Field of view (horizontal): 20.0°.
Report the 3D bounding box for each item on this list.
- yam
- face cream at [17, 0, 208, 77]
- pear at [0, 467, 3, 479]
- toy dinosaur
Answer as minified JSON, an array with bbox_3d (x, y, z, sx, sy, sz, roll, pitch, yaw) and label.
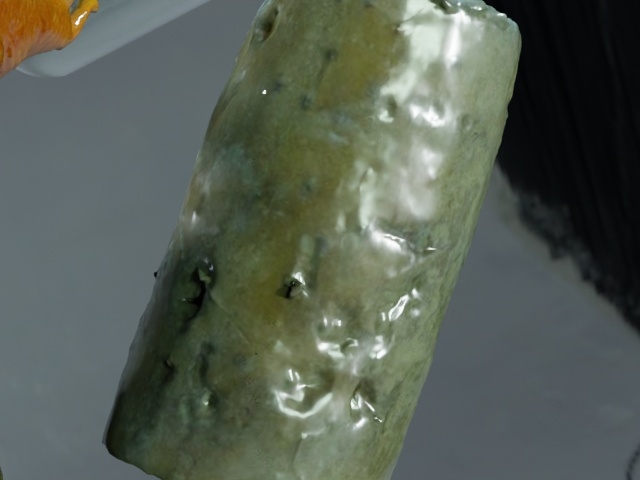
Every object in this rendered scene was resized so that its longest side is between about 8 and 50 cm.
[{"bbox_3d":[0.000,0.000,0.657,0.107,0.194,0.107,19,3,-1],"label":"yam"},{"bbox_3d":[-0.077,-0.184,0.871,0.291,0.144,0.071,-23,13,39],"label":"face cream"},{"bbox_3d":[-0.254,0.115,0.755,0.269,0.212,0.212,6,6,-42],"label":"pear"},{"bbox_3d":[-0.149,-0.078,0.768,0.142,0.057,0.212,-51,4,22],"label":"toy dinosaur"}]
